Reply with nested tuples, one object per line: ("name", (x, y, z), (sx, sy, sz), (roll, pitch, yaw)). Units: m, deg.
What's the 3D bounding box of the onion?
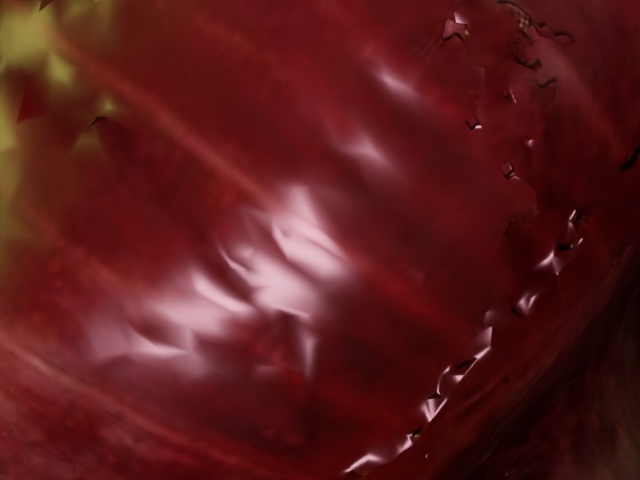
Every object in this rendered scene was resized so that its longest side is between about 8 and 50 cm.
("onion", (0.000, 0.000, 0.420), (0.252, 0.219, 0.252), (-41, -4, -3))
